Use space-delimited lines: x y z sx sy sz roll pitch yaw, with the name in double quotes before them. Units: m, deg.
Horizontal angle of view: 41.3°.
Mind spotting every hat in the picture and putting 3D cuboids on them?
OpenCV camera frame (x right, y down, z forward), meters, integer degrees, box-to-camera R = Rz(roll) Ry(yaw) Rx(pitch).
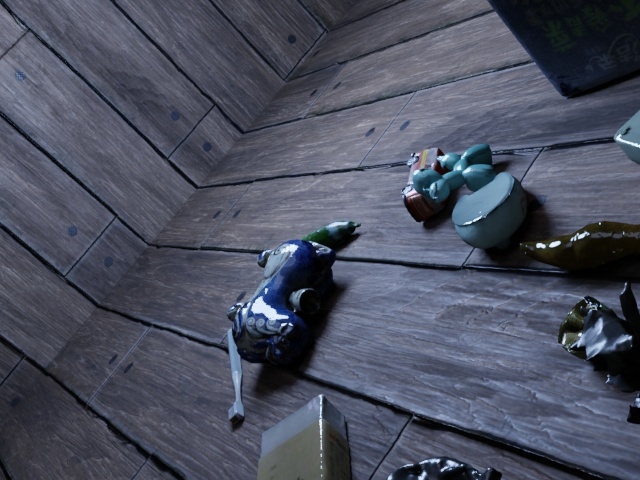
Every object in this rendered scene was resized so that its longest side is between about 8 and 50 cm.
"hat" 0.350 0.118 1.091 0.076 0.059 0.077 -58 14 13

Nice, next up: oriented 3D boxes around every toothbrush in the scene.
"toothbrush" -0.182 0.280 1.809 0.030 0.025 0.342 -43 22 13

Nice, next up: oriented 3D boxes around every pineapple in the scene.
"pineapple" 0.338 0.152 0.794 0.128 0.248 0.128 -41 20 18

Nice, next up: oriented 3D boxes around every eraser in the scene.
"eraser" -0.026 0.386 1.265 0.144 0.078 0.343 -37 23 17

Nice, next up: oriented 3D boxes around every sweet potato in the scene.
"sweet potato" 0.400 0.006 1.194 0.273 0.067 0.067 -7 43 50

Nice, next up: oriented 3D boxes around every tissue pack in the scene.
"tissue pack" 0.443 -0.456 1.483 0.288 0.394 0.124 -17 37 49

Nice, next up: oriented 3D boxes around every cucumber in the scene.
"cucumber" 0.000 0.000 1.937 0.250 0.056 0.056 -29 27 38

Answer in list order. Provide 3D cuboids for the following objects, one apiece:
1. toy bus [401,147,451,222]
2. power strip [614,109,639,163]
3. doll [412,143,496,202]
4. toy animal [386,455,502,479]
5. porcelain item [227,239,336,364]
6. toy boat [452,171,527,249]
"toy bus" 0.219 -0.115 1.722 0.077 0.079 0.174 -21 31 28
"power strip" 0.543 -0.121 1.158 0.091 0.062 0.385 -44 21 2
"doll" 0.255 -0.122 1.612 0.158 0.059 0.159 -5 35 16
"toy animal" 0.121 0.352 1.009 0.245 0.114 0.146 -45 22 2
"porcelain item" -0.066 0.124 1.736 0.186 0.138 0.288 3 52 49
"toy boat" 0.300 -0.044 1.473 0.134 0.079 0.208 -30 14 16
